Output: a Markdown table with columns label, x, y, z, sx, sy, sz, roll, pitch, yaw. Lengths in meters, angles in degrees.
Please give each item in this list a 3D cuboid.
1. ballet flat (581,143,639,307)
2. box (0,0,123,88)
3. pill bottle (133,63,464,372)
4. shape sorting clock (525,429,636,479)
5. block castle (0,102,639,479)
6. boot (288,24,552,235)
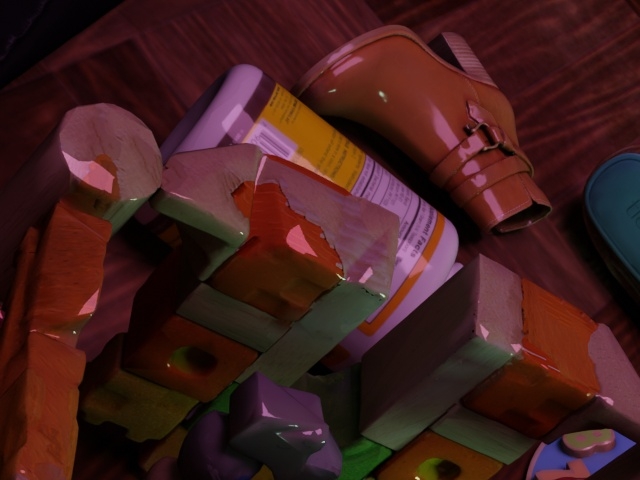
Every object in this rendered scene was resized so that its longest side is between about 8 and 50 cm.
| label | x | y | z | sx | sy | sz | roll | pitch | yaw |
| --- | --- | --- | --- | --- | --- | --- | --- | --- | --- |
| ballet flat | 0.309 | 0.079 | 1.431 | 0.342 | 0.116 | 0.124 | 57 | 19 | 20 |
| box | -0.199 | -0.409 | 1.226 | 0.472 | 0.297 | 0.480 | 46 | 37 | -3 |
| pill bottle | 0.000 | 0.000 | 1.179 | 0.215 | 0.117 | 0.117 | 39 | 38 | -11 |
| shape sorting clock | 0.232 | 0.164 | 1.235 | 0.206 | 0.040 | 0.206 | 2 | 36 | -2 |
| block castle | -0.008 | 0.162 | 0.950 | 0.453 | 0.213 | 0.303 | 26 | 44 | -23 |
| boot | 0.077 | -0.070 | 1.359 | 0.197 | 0.073 | 0.152 | -12 | 69 | -46 |
